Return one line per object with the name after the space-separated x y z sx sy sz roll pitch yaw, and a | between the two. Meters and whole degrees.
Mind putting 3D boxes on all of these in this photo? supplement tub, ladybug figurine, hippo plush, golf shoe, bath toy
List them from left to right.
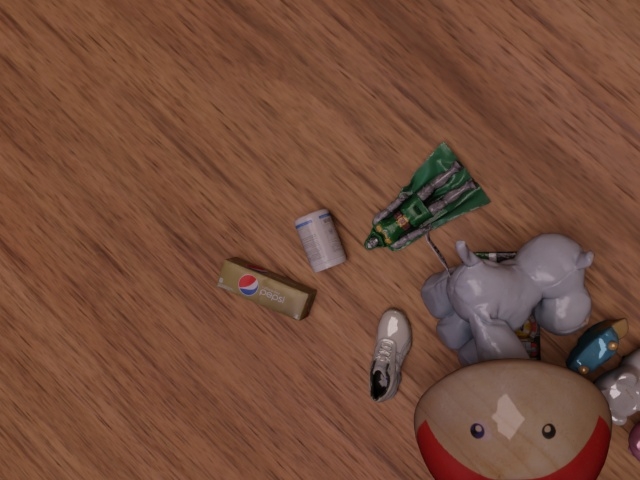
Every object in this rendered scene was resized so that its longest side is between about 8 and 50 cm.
0.000 0.000 1.402 0.071 0.071 0.107 -21 89 17 | supplement tub
0.125 0.215 1.378 0.069 0.086 0.176 7 95 17 | golf shoe
0.315 0.075 1.251 0.236 0.234 0.294 -24 104 -14 | hippo plush
0.302 0.336 1.176 0.305 0.449 0.162 -7 54 14 | ladybug figurine
0.554 0.299 1.242 0.151 0.129 0.348 -34 85 6 | bath toy

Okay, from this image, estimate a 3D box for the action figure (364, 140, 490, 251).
0.172 -0.053 1.357 0.232 0.063 0.137 -38 87 19 | action figure

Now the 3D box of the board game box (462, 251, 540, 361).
0.325 0.149 1.345 0.136 0.030 0.259 -2 94 18 | board game box

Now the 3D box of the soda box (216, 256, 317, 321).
-0.103 0.092 1.444 0.181 0.061 0.058 21 99 13 | soda box
